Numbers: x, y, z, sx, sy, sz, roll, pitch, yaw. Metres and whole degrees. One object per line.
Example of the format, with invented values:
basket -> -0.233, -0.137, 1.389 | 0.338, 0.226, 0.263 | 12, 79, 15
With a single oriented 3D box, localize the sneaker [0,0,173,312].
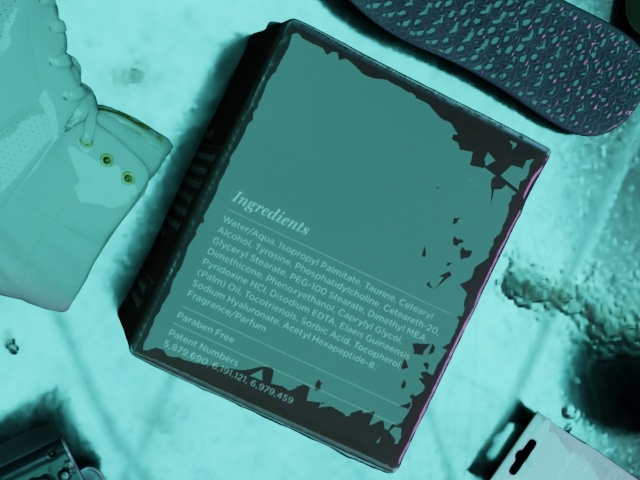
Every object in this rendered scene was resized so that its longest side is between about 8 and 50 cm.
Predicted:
sneaker -> -0.161, -0.104, 1.046 | 0.169, 0.108, 0.292 | 16, 101, -11

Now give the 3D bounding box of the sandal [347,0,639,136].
sandal -> 0.089, -0.150, 1.109 | 0.254, 0.054, 0.097 | 38, 95, -19

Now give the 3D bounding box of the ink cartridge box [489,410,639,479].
ink cartridge box -> 0.164, 0.163, 1.150 | 0.115, 0.029, 0.063 | 35, 89, -9

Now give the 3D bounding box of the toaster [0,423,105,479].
toaster -> -0.193, 0.220, 1.056 | 0.185, 0.110, 0.168 | -26, 97, -7

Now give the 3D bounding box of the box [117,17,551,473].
box -> 0.000, 0.000, 1.041 | 0.167, 0.168, 0.203 | 26, 91, -9

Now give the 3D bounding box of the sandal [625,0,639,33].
sandal -> 0.273, -0.230, 1.127 | 0.079, 0.088, 0.240 | 16, 100, -41
